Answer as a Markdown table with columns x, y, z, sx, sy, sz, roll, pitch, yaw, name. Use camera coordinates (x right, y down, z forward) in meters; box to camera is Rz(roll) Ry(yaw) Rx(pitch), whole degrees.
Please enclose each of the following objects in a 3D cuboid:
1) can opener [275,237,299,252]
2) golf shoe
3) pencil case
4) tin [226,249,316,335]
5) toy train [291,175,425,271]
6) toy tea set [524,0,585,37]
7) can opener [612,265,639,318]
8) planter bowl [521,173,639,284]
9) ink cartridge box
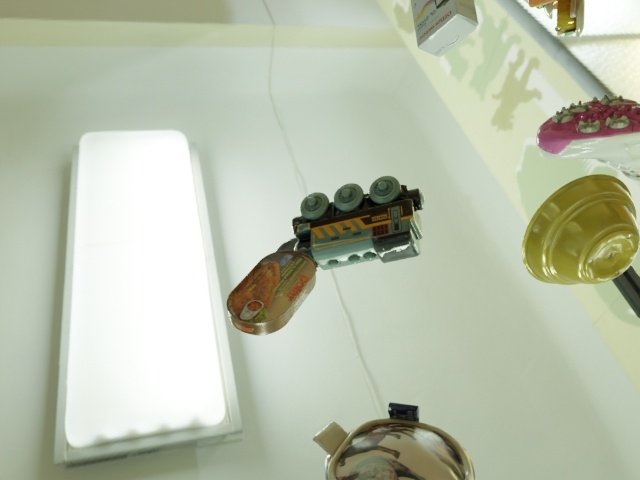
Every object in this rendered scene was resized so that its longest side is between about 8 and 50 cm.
| x | y | z | sx | sy | sz | roll | pitch | yaw | name |
| --- | --- | --- | --- | --- | --- | --- | --- | --- | --- |
| 0.000 | 0.000 | 1.562 | 0.283 | 0.095 | 0.076 | -33 | -158 | -1 | can opener |
| 0.438 | -0.128 | 0.739 | 0.306 | 0.140 | 0.115 | -10 | -147 | -8 | golf shoe |
| 0.095 | 0.411 | 0.681 | 0.159 | 0.411 | 0.183 | -25 | -148 | -37 | pencil case |
| -0.076 | 0.083 | 0.900 | 0.106 | 0.040 | 0.190 | 12 | -142 | 25 | tin |
| 0.085 | -0.030 | 1.279 | 0.333 | 0.142 | 0.190 | -12 | -125 | 17 | toy train |
| 0.411 | -0.475 | 0.982 | 0.124 | 0.336 | 0.200 | 1 | -98 | 25 | toy tea set |
| 0.933 | 0.182 | 1.540 | 0.074 | 0.093 | 0.281 | -21 | -121 | -7 | can opener |
| 0.459 | 0.006 | 0.911 | 0.217 | 0.217 | 0.090 | -3 | -149 | -15 | planter bowl |
| 0.278 | -0.533 | 1.237 | 0.072 | 0.127 | 0.175 | 10 | -114 | -33 | ink cartridge box |
